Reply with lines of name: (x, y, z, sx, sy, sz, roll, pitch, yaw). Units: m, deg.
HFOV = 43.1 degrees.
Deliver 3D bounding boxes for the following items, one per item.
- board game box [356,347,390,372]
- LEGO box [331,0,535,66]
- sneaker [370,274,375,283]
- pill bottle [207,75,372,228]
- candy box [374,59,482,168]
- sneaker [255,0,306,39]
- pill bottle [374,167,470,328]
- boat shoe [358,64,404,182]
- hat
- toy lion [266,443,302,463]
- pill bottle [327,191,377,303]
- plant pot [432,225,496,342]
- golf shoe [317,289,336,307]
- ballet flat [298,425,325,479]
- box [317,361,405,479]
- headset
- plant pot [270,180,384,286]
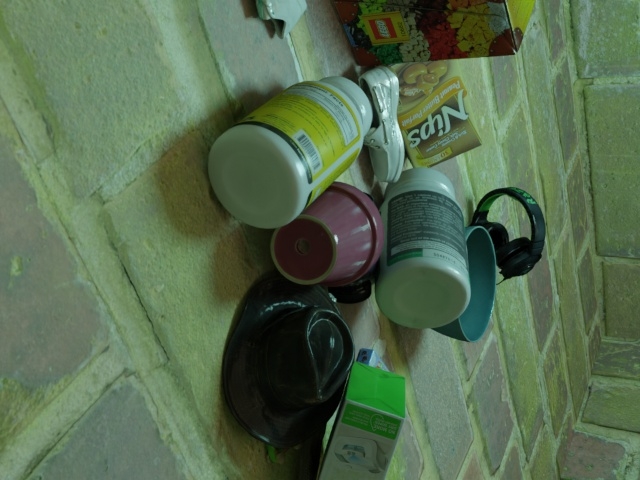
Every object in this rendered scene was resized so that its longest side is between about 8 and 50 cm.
board game box: (0.107, 0.383, 1.894, 0.160, 0.039, 0.211, 56, 46, -45)
LEGO box: (0.298, -0.635, 1.816, 0.193, 0.373, 0.500, 60, 44, -43)
sneaker: (0.109, 0.062, 1.868, 0.166, 0.065, 0.076, -20, 92, -61)
pill bottle: (-0.039, -0.174, 1.459, 0.334, 0.188, 0.187, -46, 130, -48)
candy box: (0.259, -0.333, 1.949, 0.087, 0.183, 0.316, -108, 173, -51)
sneaker: (-0.095, -0.449, 1.464, 0.212, 0.080, 0.094, 43, 67, -53)
pill bottle: (0.227, 0.006, 1.830, 0.361, 0.204, 0.204, -84, 156, -48)
boat shoe: (0.122, -0.253, 1.834, 0.096, 0.098, 0.276, -23, 118, -31)
hat: (-0.019, 0.222, 1.505, 0.331, 0.134, 0.331, 7, 79, -44)
toy lion: (-0.075, 0.378, 1.598, 0.100, 0.034, 0.096, -27, 108, -55)
pill bottle: (0.057, 0.016, 1.690, 0.123, 0.123, 0.219, -40, 134, -51)
plant pot: (0.308, 0.105, 2.058, 0.290, 0.196, 0.290, -8, 99, -59)
golf shoe: (-0.035, 0.176, 1.636, 0.086, 0.069, 0.176, 27, 67, -30)
ballet flat: (-0.032, 0.459, 1.658, 0.084, 0.058, 0.249, 46, 55, -85)
box: (0.084, 0.398, 1.624, 0.262, 0.127, 0.231, -55, 162, -80)
headset: (0.524, 0.035, 2.420, 0.185, 0.243, 0.393, -10, 121, -34)
plant pot: (0.000, 0.000, 1.501, 0.180, 0.202, 0.201, -31, 119, -67)
